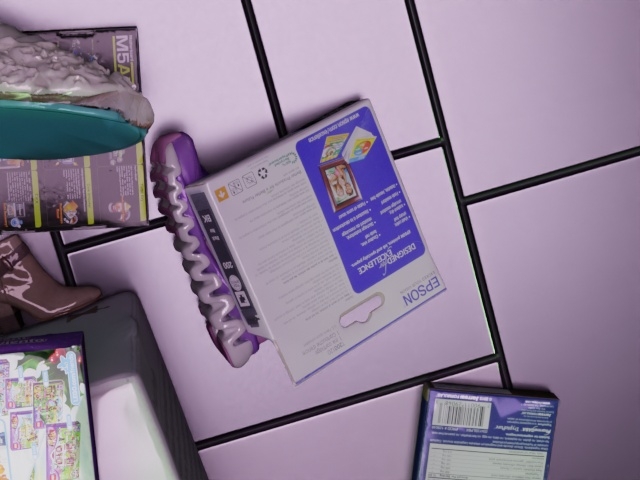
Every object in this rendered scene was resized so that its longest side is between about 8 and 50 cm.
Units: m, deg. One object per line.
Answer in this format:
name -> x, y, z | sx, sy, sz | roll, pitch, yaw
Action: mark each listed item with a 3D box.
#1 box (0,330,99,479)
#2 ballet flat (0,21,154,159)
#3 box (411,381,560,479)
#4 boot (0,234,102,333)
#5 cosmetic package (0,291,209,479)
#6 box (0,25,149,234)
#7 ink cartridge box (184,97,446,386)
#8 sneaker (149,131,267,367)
box -> -0.266, 0.224, 1.244 | 0.201, 0.057, 0.293 | -5, 99, -6
ballet flat -> -0.349, -0.139, 1.432 | 0.409, 0.147, 0.147 | -5, 101, 11
box -> 0.158, 0.260, 1.649 | 0.136, 0.036, 0.225 | 6, 98, -8
boot -> -0.278, 0.035, 1.553 | 0.118, 0.042, 0.087 | -20, 100, -3
cosmetic package -> -0.248, 0.304, 1.459 | 0.327, 0.329, 0.393 | -20, 101, -2
box -> -0.257, -0.103, 1.530 | 0.184, 0.045, 0.190 | -5, 100, -8
ink cartridge box -> 0.000, 0.000, 1.533 | 0.206, 0.045, 0.208 | -29, 102, -32
sneaker -> -0.085, -0.001, 1.550 | 0.105, 0.095, 0.236 | -24, 107, -9
